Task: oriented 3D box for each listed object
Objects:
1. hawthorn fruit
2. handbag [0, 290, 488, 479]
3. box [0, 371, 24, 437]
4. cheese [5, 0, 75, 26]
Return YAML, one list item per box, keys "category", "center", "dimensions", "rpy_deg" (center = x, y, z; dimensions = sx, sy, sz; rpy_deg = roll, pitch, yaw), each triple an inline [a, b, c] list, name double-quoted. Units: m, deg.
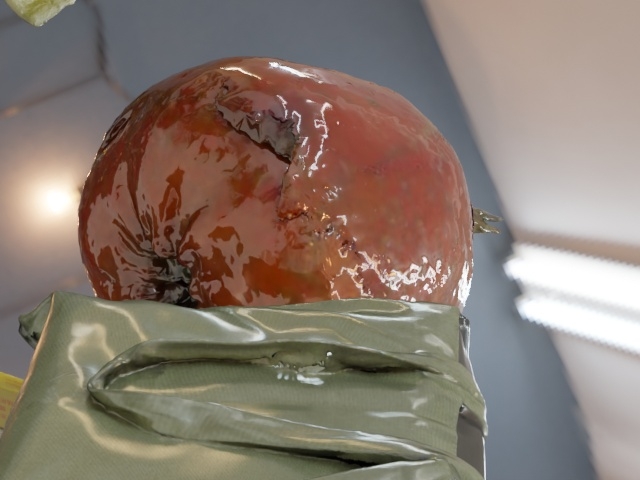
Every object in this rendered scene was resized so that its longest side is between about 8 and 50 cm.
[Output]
- category: "hawthorn fruit"
  center: [0.000, 0.000, 1.210]
  dimensions: [0.276, 0.307, 0.276]
  rpy_deg: [10, -76, 50]
- category: "handbag"
  center: [-0.044, 0.110, 0.822]
  dimensions: [0.316, 0.253, 0.109]
  rpy_deg: [-88, 175, -65]
- category: "box"
  center: [-0.286, 0.196, 1.678]
  dimensions: [0.087, 0.023, 0.155]
  rpy_deg: [15, -50, 12]
- category: "cheese"
  center: [-0.276, -0.247, 1.642]
  dimensions: [0.084, 0.060, 0.041]
  rpy_deg: [57, -25, -18]
